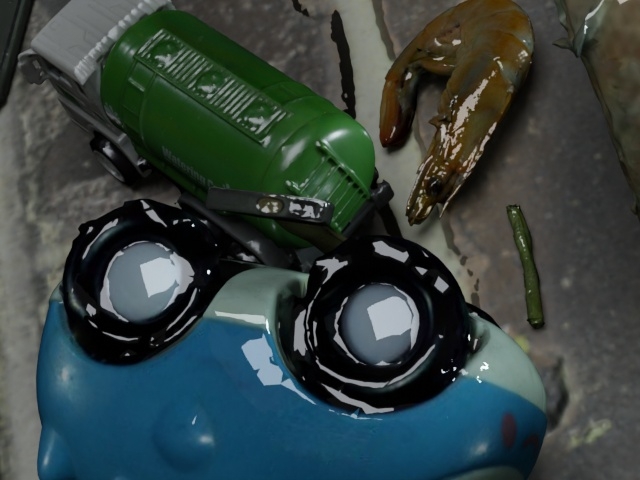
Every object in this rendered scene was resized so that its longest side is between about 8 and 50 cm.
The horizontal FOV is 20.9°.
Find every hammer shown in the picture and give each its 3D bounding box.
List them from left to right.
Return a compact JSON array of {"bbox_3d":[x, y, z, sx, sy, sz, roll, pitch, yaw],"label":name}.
[{"bbox_3d":[0.000,0.000,0.896,0.062,0.199,0.013,8,82,17],"label":"hammer"}]

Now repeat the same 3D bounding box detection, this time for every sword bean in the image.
[{"bbox_3d":[0.114,0.012,0.958,0.012,0.012,0.083,-14,53,11],"label":"sword bean"}]

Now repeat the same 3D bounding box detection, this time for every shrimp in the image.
[{"bbox_3d":[0.067,-0.080,1.015,0.095,0.045,0.162,15,66,28],"label":"shrimp"}]

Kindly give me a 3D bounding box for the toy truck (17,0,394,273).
[{"bbox_3d":[-0.066,-0.068,1.007,0.101,0.125,0.242,-47,54,-12],"label":"toy truck"}]

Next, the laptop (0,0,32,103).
[{"bbox_3d":[-0.282,-0.194,1.236,0.187,0.015,0.269,-3,57,19],"label":"laptop"}]

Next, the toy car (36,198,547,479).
[{"bbox_3d":[-0.021,0.095,0.849,0.255,0.188,0.190,8,78,16],"label":"toy car"}]

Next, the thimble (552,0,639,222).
[{"bbox_3d":[0.196,-0.099,0.868,0.148,0.229,0.196,-19,38,10],"label":"thimble"}]
